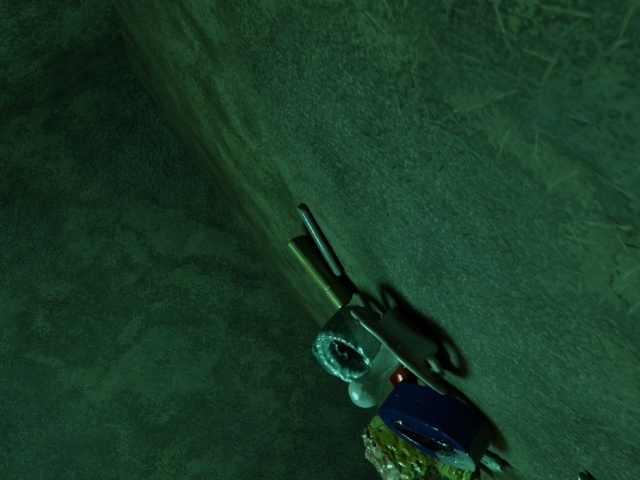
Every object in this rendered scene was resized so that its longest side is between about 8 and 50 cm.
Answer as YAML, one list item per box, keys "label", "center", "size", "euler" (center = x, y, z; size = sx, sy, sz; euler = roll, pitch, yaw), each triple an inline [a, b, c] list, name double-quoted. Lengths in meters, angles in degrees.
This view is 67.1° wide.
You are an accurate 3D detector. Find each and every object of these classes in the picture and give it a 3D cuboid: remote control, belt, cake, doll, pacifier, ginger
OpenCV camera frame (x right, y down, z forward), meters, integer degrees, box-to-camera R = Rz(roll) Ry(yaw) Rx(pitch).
- label: "remote control"
  center: [0.000, 0.000, 1.545]
  size: [0.261, 0.029, 0.067]
  euler: [61, 173, -19]
- label: "belt"
  center: [0.321, 0.531, 1.394]
  size: [0.346, 0.117, 0.213]
  euler: [-3, 126, 55]
- label: "cake"
  center: [0.347, 0.849, 1.896]
  size: [0.314, 0.293, 0.307]
  euler: [48, 164, 48]
- label: "doll"
  center: [0.253, 0.413, 1.579]
  size: [0.217, 0.085, 0.183]
  euler: [53, 158, 35]
- label: "pacifier"
  center: [0.188, 0.304, 1.270]
  size: [0.332, 0.272, 0.221]
  euler: [39, 144, 44]
- label: "ginger"
  center: [0.441, 0.720, 1.635]
  size: [0.218, 0.123, 0.270]
  euler: [40, -171, -11]

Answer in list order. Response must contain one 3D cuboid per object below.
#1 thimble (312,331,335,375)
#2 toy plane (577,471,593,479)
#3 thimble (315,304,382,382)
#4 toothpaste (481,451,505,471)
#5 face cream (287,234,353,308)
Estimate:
- label: "thimble"
  center: [0.082, 0.468, 2.039]
  size: [0.143, 0.198, 0.235]
  euler: [58, 172, -23]
- label: "toy plane"
  center: [0.536, 0.501, 0.930]
  size: [0.111, 0.040, 0.102]
  euler: [50, 147, 11]
- label: "thimble"
  center: [0.121, 0.325, 1.497]
  size: [0.250, 0.172, 0.205]
  euler: [32, 134, 17]
- label: "toothpaste"
  center: [0.495, 0.657, 1.465]
  size: [0.067, 0.037, 0.255]
  euler: [48, 170, 4]
- label: "face cream"
  center: [0.007, 0.106, 1.639]
  size: [0.285, 0.067, 0.139]
  euler: [50, -163, 14]
